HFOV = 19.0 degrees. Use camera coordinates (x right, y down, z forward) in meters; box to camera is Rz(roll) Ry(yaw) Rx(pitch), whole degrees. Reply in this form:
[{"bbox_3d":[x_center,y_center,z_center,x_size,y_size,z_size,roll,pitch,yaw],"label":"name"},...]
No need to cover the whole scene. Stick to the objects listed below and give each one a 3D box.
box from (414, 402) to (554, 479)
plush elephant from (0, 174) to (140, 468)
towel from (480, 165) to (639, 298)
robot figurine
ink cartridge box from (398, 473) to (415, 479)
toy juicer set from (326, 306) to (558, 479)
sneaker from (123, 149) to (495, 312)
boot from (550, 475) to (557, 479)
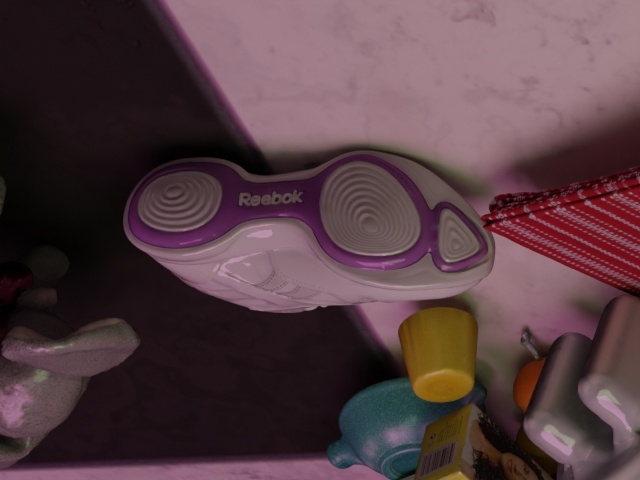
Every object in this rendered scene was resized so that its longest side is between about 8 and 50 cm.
[{"bbox_3d":[0.179,0.247,1.646,0.058,0.087,0.232,-30,118,33],"label":"box"},{"bbox_3d":[-0.297,0.065,1.629,0.255,0.330,0.272,21,140,-37],"label":"plush elephant"},{"bbox_3d":[0.277,-0.011,1.408,0.199,0.031,0.275,23,158,-31],"label":"towel"},{"bbox_3d":[0.335,0.198,1.554,0.353,0.200,0.300,37,141,-10],"label":"robot figurine"},{"bbox_3d":[0.137,0.274,1.728,0.090,0.092,0.143,-23,139,25],"label":"ink cartridge box"},{"bbox_3d":[0.117,0.176,1.748,0.209,0.089,0.329,11,141,-19],"label":"toy juicer set"},{"bbox_3d":[0.000,0.000,1.558,0.305,0.114,0.152,7,156,20],"label":"sneaker"},{"bbox_3d":[0.245,0.318,1.893,0.190,0.076,0.208,21,150,-2],"label":"boot"}]
